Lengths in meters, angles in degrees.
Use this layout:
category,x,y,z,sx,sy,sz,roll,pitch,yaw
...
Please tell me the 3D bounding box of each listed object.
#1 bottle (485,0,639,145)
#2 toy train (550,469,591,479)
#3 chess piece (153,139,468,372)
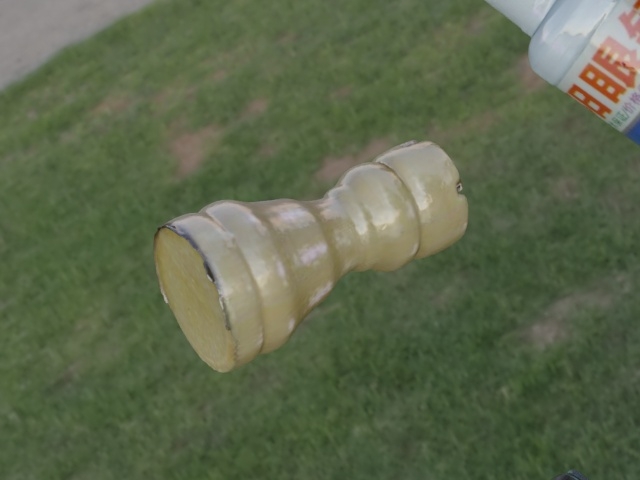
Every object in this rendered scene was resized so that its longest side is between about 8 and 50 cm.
category,x,y,z,sx,sy,sz,roll,pitch,yaw
bottle,0.112,-0.066,0.465,0.060,0.217,0.060,-52,-5,-7
toy train,0.262,0.284,1.120,0.086,0.089,0.409,-42,8,-3
chess piece,0.000,0.000,0.548,0.122,0.066,0.066,-25,26,-23
